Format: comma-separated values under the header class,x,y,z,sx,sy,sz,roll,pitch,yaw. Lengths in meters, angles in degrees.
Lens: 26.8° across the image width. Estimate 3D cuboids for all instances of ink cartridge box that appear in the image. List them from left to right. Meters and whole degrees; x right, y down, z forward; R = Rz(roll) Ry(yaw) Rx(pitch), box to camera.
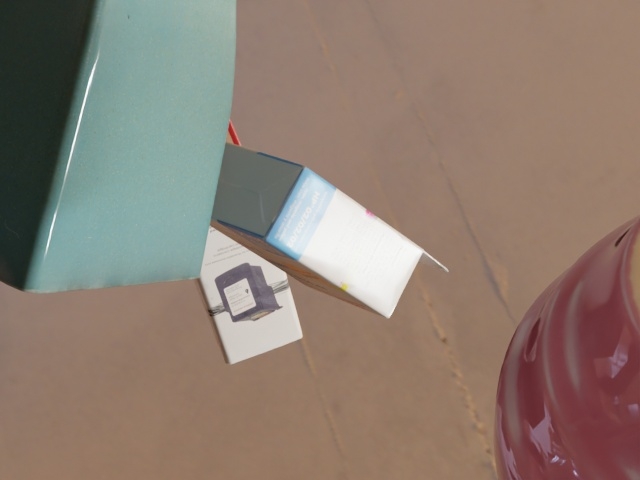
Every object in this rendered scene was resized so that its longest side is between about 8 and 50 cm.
class,x,y,z,sx,sy,sz,roll,pitch,yaw
ink cartridge box,-0.108,-0.003,1.527,0.100,0.237,0.172,-19,-134,-6
ink cartridge box,0.000,0.000,0.999,0.104,0.181,0.061,21,-99,48

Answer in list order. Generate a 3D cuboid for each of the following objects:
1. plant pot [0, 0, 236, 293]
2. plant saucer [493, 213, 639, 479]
class,x,y,z,sx,sy,sz,roll,pitch,yaw
plant pot,-0.154,-0.109,0.837,0.166,0.165,0.234,24,-75,29
plant saucer,0.229,0.054,0.472,0.332,0.084,0.332,0,-148,0
